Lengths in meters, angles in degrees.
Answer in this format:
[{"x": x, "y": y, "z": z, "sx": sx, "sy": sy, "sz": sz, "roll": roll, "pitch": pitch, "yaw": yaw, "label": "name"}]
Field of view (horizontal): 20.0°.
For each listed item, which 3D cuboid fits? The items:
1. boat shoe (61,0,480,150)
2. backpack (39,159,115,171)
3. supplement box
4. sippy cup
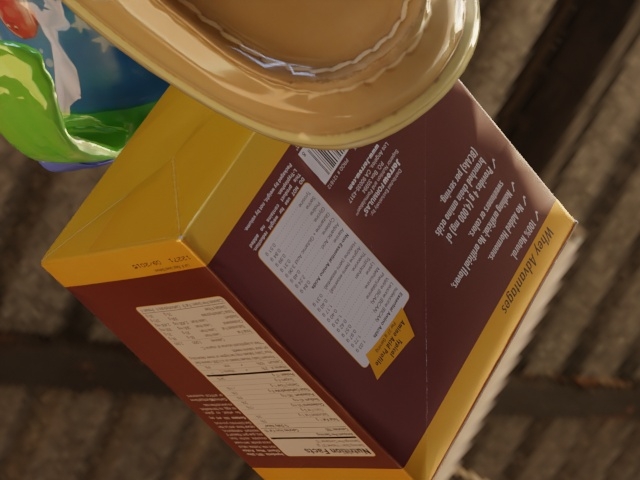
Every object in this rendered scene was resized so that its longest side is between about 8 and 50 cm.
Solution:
[{"x": -0.068, "y": -0.140, "z": 0.465, "sx": 0.104, "sy": 0.285, "sz": 0.089, "roll": -43, "pitch": -1, "yaw": -1, "label": "boat shoe"}, {"x": -0.153, "y": -0.107, "z": 1.294, "sx": 0.101, "sy": 0.098, "sz": 0.120, "roll": -23, "pitch": -2, "yaw": 44, "label": "backpack"}, {"x": 0.000, "y": 0.000, "z": 0.961, "sx": 0.194, "sy": 0.129, "sz": 0.191, "roll": 48, "pitch": -122, "yaw": -25, "label": "supplement box"}, {"x": -0.140, "y": -0.214, "z": 1.128, "sx": 0.240, "sy": 0.305, "sz": 0.224, "roll": -27, "pitch": -41, "yaw": -2, "label": "sippy cup"}]
